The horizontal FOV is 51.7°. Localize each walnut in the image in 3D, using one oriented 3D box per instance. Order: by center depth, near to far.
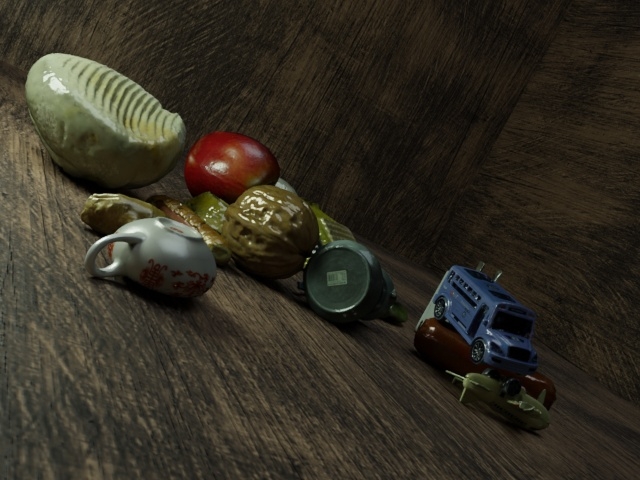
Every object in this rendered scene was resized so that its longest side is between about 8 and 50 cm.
[{"bbox_3d":[-0.109,-0.019,1.404,0.213,0.213,0.213,28,6,-3],"label":"walnut"}]

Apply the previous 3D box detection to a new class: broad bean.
[{"bbox_3d":[0.150,0.163,1.729,0.153,0.072,0.206,35,-3,34],"label":"broad bean"}]

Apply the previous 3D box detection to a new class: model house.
[{"bbox_3d":[0.000,0.000,1.835,0.234,0.175,0.193,28,5,26],"label":"model house"}]

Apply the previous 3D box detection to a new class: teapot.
[{"bbox_3d":[-0.237,0.025,0.962,0.245,0.116,0.159,11,28,-52],"label":"teapot"},{"bbox_3d":[0.056,0.100,1.431,0.203,0.171,0.225,-2,-12,20],"label":"teapot"}]

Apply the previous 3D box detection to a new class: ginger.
[{"bbox_3d":[-0.301,-0.026,1.135,0.205,0.081,0.115,35,35,-18],"label":"ginger"}]

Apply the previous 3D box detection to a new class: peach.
[{"bbox_3d":[-0.270,-0.187,1.879,0.274,0.249,0.245,26,27,17],"label":"peach"}]

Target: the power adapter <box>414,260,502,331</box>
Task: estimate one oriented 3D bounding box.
[{"bbox_3d":[0.394,0.179,1.758,0.187,0.255,0.124,27,3,-16],"label":"power adapter"}]

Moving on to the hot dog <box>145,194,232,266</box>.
[{"bbox_3d":[-0.278,-0.029,1.390,0.286,0.061,0.088,34,-3,36],"label":"hot dog"}]

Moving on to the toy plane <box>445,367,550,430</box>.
[{"bbox_3d":[0.372,0.313,1.314,0.244,0.092,0.229,23,-6,-22],"label":"toy plane"}]

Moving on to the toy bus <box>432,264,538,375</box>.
[{"bbox_3d":[0.352,0.163,1.387,0.125,0.133,0.292,16,16,-18],"label":"toy bus"}]

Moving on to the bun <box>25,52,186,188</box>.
[{"bbox_3d":[-0.486,-0.241,1.454,0.365,0.219,0.365,34,20,-14],"label":"bun"}]

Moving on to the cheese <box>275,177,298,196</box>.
[{"bbox_3d":[-0.159,-0.134,2.264,0.189,0.154,0.198,42,-16,6],"label":"cheese"}]

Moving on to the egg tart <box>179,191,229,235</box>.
[{"bbox_3d":[-0.238,-0.046,1.568,0.232,0.098,0.252,33,3,7],"label":"egg tart"}]

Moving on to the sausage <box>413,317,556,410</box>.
[{"bbox_3d":[0.352,0.281,1.449,0.330,0.102,0.102,28,6,19],"label":"sausage"}]
